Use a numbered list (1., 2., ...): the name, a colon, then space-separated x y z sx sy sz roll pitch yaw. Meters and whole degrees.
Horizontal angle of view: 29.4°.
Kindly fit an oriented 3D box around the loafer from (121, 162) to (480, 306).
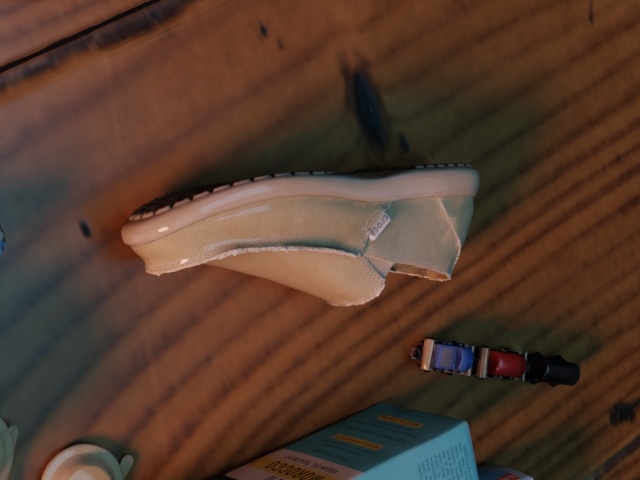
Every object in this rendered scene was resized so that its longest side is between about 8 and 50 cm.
1. loafer: 0.000 0.000 0.809 0.268 0.102 0.092 -7 92 -31

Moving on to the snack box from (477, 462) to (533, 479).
1. snack box: 0.096 0.350 0.918 0.187 0.060 0.322 -16 102 -29

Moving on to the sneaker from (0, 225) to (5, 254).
1. sneaker: -0.270 0.012 0.672 0.190 0.071 0.083 -22 99 -28

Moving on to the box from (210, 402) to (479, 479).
1. box: -0.018 0.181 0.803 0.244 0.100 0.060 -19 102 -34

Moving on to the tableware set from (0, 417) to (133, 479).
1. tableware set: -0.196 0.181 0.755 0.168 0.020 0.141 27 80 -28

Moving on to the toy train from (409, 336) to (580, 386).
1. toy train: 0.137 0.095 0.935 0.158 0.036 0.027 10 89 -31
